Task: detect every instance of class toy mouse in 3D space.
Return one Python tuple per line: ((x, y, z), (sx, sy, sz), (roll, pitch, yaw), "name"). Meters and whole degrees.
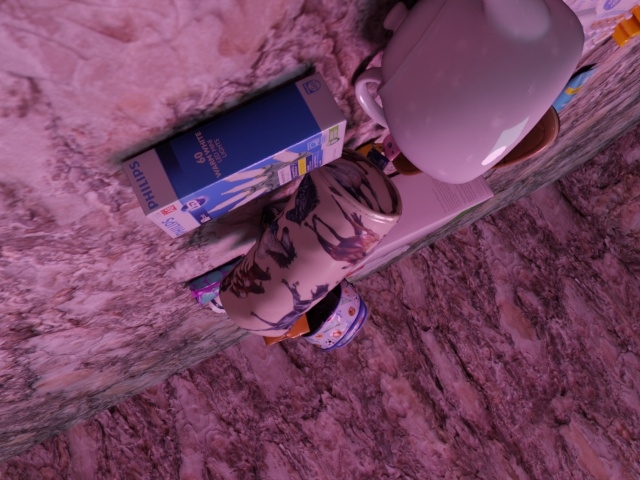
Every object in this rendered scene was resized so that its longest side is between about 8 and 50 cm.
((0.095, -0.146, 0.998), (0.161, 0.031, 0.143), (-35, -160, 17), "toy mouse")

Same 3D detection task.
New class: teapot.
((0.150, -0.201, 0.656), (0.256, 0.187, 0.252), (-52, -173, 26), "teapot")

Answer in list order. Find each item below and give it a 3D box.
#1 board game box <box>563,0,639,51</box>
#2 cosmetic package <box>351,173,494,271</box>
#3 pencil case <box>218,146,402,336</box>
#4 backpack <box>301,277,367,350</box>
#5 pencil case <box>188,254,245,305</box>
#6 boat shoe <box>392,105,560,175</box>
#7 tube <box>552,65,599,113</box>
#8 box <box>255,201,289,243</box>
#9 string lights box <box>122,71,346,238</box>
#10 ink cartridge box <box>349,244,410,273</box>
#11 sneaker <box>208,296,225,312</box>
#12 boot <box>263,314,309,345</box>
((0.418, -0.342, 0.987), (0.390, 0.050, 0.390), (-31, 169, 16), "board game box")
((0.217, -0.079, 1.430), (0.366, 0.155, 0.197), (-26, 171, -20), "cosmetic package")
((-0.034, 0.011, 0.986), (0.160, 0.183, 0.410), (-4, 147, -42), "pencil case")
((0.025, 0.235, 1.865), (0.276, 0.213, 0.263), (-57, -163, 6), "backpack")
((-0.234, 0.096, 1.352), (0.152, 0.064, 0.070), (-27, -175, -11), "pencil case")
((0.268, -0.183, 0.977), (0.123, 0.123, 0.342), (-19, -173, -32), "boat shoe")
((0.592, -0.351, 1.403), (0.080, 0.052, 0.207), (-34, 169, -36), "tube")
((-0.047, 0.013, 1.193), (0.183, 0.056, 0.231), (-11, 142, -28), "box")
((-0.101, -0.104, 0.728), (0.260, 0.076, 0.133), (-27, 170, -5), "string lights box")
((0.159, 0.024, 1.857), (0.197, 0.114, 0.273), (-33, 168, 17), "ink cartridge box")
((-0.226, 0.148, 1.576), (0.095, 0.090, 0.235), (-40, 168, 11), "sneaker")
((-0.075, 0.183, 1.756), (0.295, 0.211, 0.104), (-29, 170, 3), "boot")
